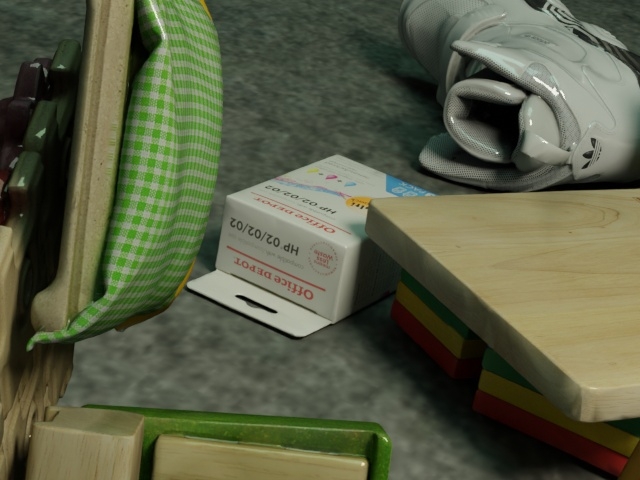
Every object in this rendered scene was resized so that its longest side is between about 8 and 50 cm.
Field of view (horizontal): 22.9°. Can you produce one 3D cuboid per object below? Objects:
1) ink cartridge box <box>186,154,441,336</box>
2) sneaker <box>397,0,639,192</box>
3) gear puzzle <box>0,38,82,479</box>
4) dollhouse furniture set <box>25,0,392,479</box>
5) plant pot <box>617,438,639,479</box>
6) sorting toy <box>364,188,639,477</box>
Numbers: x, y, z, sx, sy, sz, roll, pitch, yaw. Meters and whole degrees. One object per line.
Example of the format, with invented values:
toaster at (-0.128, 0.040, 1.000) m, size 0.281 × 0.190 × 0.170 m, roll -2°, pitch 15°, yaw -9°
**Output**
ink cartridge box at (0.000, 0.000, 1.118) m, size 0.104 × 0.062 × 0.181 m, roll 23°, pitch 26°, yaw 27°
sneaker at (0.152, -0.153, 1.437) m, size 0.210 × 0.137 × 0.366 m, roll -6°, pitch 31°, yaw -40°
gear puzzle at (-0.141, 0.079, 0.596) m, size 0.044 × 0.175 × 0.339 m, roll 7°, pitch 40°, yaw 0°
dollhouse furniture set at (-0.034, 0.034, 0.671) m, size 0.151 × 0.302 × 0.197 m, roll 7°, pitch 4°, yaw -2°
plant pot at (0.203, 0.150, 0.698) m, size 0.205 × 0.188 × 0.205 m, roll 9°, pitch 23°, yaw -4°
sorting toy at (0.192, 0.060, 1.027) m, size 0.257 × 0.089 × 0.255 m, roll -2°, pitch 26°, yaw -28°
